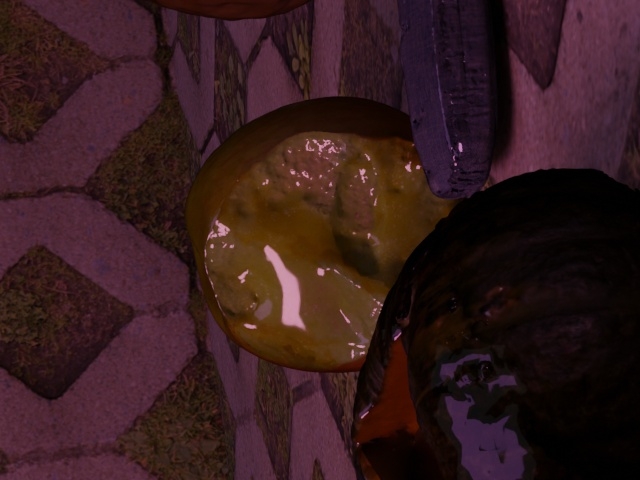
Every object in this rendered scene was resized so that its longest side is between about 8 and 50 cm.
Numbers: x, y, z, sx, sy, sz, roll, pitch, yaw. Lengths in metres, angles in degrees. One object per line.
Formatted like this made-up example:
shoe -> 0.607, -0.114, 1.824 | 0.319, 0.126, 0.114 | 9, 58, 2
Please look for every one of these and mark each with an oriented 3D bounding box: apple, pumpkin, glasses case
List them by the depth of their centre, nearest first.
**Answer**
pumpkin -> 0.133, 0.128, 0.967 | 0.320, 0.192, 0.320 | 174, 90, -73
glasses case -> 0.096, -0.173, 1.289 | 0.109, 0.067, 0.282 | 160, 107, -81
apple -> 0.000, 0.000, 1.441 | 0.246, 0.226, 0.246 | 171, 90, -78

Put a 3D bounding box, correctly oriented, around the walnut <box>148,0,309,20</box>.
walnut -> -0.072, -0.366, 1.356 | 0.398, 0.308, 0.354 | 101, -165, -70
